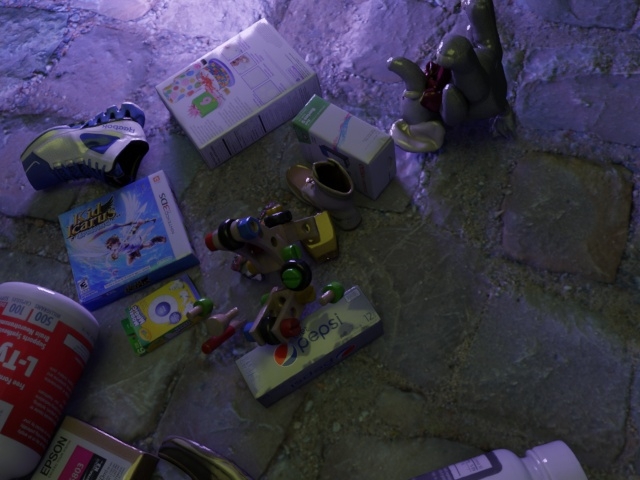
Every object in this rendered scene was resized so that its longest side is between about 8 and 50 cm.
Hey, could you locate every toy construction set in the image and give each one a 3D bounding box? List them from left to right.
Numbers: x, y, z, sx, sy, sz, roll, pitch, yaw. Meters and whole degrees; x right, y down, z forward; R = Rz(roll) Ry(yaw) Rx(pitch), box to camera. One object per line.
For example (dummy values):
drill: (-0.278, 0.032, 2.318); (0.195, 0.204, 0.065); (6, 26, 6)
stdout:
toy construction set: (-0.102, 0.075, 1.359); (0.257, 0.237, 0.309); (47, 122, 5)

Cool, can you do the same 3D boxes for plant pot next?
plant pot: (0.000, 0.000, 1.467); (0.081, 0.081, 0.083); (-25, 68, -2)

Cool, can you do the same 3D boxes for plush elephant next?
plush elephant: (0.265, -0.339, 1.500); (0.255, 0.330, 0.272); (-4, 47, 33)

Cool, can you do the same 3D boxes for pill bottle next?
pill bottle: (-0.610, 0.304, 1.316); (0.229, 0.229, 0.408); (8, 58, 14)
pill bottle: (0.255, 0.465, 1.119); (0.361, 0.204, 0.204); (-19, 62, 1)

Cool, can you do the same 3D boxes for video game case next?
video game case: (-0.438, -0.004, 1.557); (0.269, 0.061, 0.244); (-24, 61, -2)

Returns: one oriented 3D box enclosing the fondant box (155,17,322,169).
fondant box: (-0.198, -0.361, 1.670); (0.330, 0.096, 0.238); (-34, 63, -8)

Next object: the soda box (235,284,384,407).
soda box: (-0.018, 0.210, 1.354); (0.286, 0.098, 0.091); (-32, 65, -5)

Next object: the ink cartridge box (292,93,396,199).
ink cartridge box: (0.056, -0.204, 1.511); (0.212, 0.154, 0.093); (31, 73, 22)

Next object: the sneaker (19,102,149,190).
sneaker: (-0.543, -0.191, 1.631); (0.315, 0.127, 0.182); (-27, 60, -5)

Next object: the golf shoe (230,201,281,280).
golf shoe: (-0.123, 0.003, 1.502); (0.086, 0.067, 0.186); (29, 68, -9)

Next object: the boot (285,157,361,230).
boot: (-0.002, -0.127, 1.477); (0.213, 0.165, 0.077); (40, 76, 23)

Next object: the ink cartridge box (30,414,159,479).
ink cartridge box: (-0.451, 0.481, 1.306); (0.193, 0.088, 0.235); (18, 69, 17)

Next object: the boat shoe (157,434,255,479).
boat shoe: (-0.163, 0.476, 1.230); (0.355, 0.132, 0.130); (26, 69, 22)

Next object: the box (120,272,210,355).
box: (-0.338, 0.159, 1.470); (0.179, 0.043, 0.105); (-33, 63, -5)
